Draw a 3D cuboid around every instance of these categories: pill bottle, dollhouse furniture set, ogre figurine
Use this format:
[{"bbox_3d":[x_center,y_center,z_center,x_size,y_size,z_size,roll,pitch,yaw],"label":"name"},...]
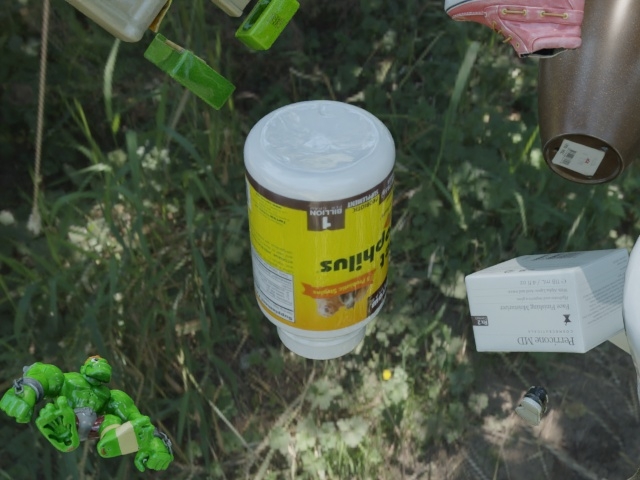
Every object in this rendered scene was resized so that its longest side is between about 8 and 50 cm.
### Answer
[{"bbox_3d":[0.000,0.000,0.721,0.117,0.215,0.117,0,43,0],"label":"pill bottle"},{"bbox_3d":[-0.210,-0.347,1.151,0.197,0.301,0.151,-53,31,4],"label":"dollhouse furniture set"},{"bbox_3d":[-0.264,0.189,0.961,0.197,0.096,0.118,8,16,-28],"label":"ogre figurine"}]

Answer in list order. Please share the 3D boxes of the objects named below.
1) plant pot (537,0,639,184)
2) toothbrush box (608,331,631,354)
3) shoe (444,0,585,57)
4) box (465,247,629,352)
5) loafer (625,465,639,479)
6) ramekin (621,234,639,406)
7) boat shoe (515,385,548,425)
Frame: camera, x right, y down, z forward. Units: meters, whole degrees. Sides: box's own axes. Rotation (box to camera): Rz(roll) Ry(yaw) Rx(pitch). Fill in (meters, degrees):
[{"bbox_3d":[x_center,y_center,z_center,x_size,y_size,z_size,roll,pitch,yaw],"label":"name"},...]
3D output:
[{"bbox_3d":[0.390,-0.198,1.201,0.215,0.215,0.230,17,61,16],"label":"plant pot"},{"bbox_3d":[0.663,0.109,1.475,0.296,0.126,0.216,-18,22,-11],"label":"toothbrush box"},{"bbox_3d":[0.217,-0.248,0.983,0.178,0.081,0.063,5,6,43],"label":"shoe"},{"bbox_3d":[0.345,0.088,1.282,0.181,0.119,0.182,-7,5,44],"label":"box"},{"bbox_3d":[0.488,0.351,1.204,0.092,0.268,0.102,-17,54,-17],"label":"loafer"},{"bbox_3d":[0.354,0.057,0.612,0.277,0.135,0.277,-21,37,17],"label":"ramekin"},{"bbox_3d":[0.349,0.270,1.416,0.046,0.125,0.038,31,73,24],"label":"boat shoe"}]
